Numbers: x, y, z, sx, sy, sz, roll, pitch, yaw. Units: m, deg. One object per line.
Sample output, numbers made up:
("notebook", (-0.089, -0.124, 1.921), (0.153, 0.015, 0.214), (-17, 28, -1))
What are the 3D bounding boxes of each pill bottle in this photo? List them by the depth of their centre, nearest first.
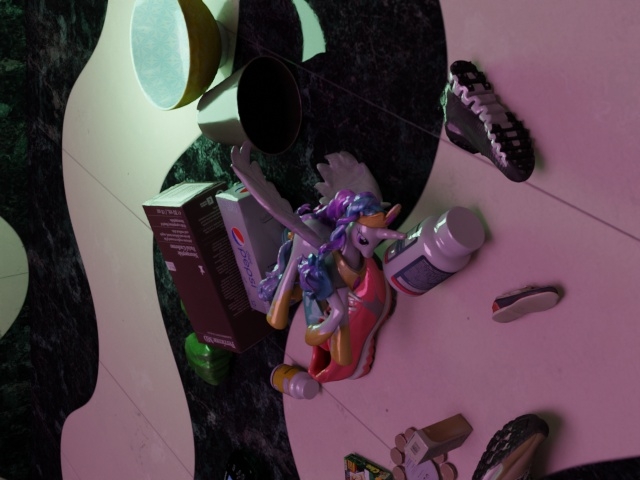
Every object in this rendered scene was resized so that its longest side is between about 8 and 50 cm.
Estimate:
("pill bottle", (0.197, 0.017, 1.468), (0.180, 0.108, 0.108), (-41, 68, 50))
("pill bottle", (-0.057, 0.325, 1.932), (0.116, 0.065, 0.065), (12, 110, 50))

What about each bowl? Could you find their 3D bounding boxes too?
("bowl", (-0.307, -0.452, 1.961), (0.289, 0.156, 0.290), (21, 116, 49))

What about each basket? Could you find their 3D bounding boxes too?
("basket", (-0.165, -0.282, 1.834), (0.227, 0.154, 0.205), (4, 103, 56))

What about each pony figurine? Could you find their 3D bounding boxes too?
("pony figurine", (0.000, 0.000, 1.545), (0.351, 0.302, 0.364), (50, 133, 36))

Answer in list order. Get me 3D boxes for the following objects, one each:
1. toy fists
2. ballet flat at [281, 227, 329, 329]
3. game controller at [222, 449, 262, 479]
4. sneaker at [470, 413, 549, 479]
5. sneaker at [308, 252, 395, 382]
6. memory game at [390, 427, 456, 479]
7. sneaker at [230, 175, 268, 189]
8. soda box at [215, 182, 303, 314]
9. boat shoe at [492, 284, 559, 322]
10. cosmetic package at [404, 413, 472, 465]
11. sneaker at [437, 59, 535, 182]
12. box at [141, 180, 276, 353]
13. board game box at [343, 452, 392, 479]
("toy fists", (-0.289, 0.239, 2.196), (0.142, 0.096, 0.279), (29, 125, 57))
("ballet flat", (-0.008, 0.080, 1.799), (0.087, 0.083, 0.247), (-19, 85, 29))
("game controller", (-0.232, 0.717, 2.215), (0.166, 0.067, 0.319), (27, 104, 52))
("sneaker", (0.332, 0.470, 1.441), (0.182, 0.158, 0.410), (23, 121, 13))
("sneaker", (0.052, 0.162, 1.680), (0.116, 0.136, 0.314), (37, 128, 40))
("memory game", (0.202, 0.460, 1.672), (0.186, 0.012, 0.186), (21, 117, 49))
("sneaker", (-0.183, -0.091, 1.968), (0.237, 0.085, 0.086), (-23, 88, 55))
("soda box", (-0.129, 0.016, 1.854), (0.091, 0.098, 0.286), (16, 128, 50))
("boat shoe", (0.329, 0.095, 1.370), (0.137, 0.049, 0.043), (-34, 34, 52))
("cosmetic package", (0.214, 0.361, 1.540), (0.041, 0.115, 0.060), (53, 136, 31))
("sneaker", (0.259, -0.173, 1.361), (0.234, 0.078, 0.106), (63, 144, 25))
("box", (-0.255, 0.059, 1.977), (0.191, 0.143, 0.382), (3, 120, 51))
("board game box", (0.108, 0.600, 1.820), (0.136, 0.030, 0.260), (11, 111, 49))
